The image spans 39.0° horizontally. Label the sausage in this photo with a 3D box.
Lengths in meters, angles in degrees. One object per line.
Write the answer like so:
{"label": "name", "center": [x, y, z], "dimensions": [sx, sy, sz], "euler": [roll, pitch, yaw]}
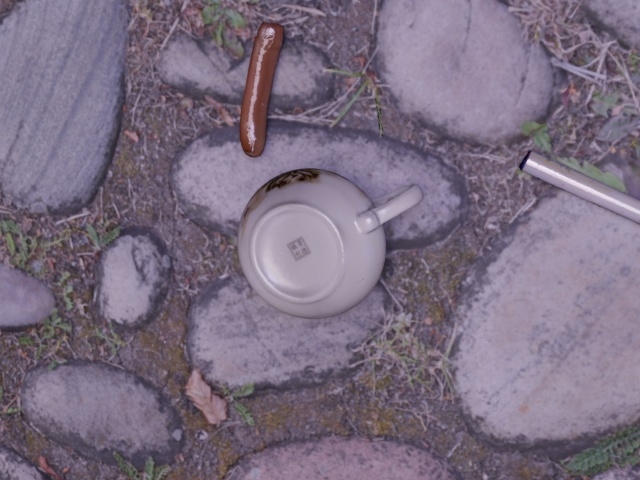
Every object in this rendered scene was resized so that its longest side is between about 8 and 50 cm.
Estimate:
{"label": "sausage", "center": [-0.083, -0.208, 1.248], "dimensions": [0.043, 0.043, 0.186], "euler": [14, 103, 13]}

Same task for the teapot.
{"label": "teapot", "center": [0.000, 0.000, 1.217], "dimensions": [0.298, 0.139, 0.204], "euler": [-19, 93, 20]}

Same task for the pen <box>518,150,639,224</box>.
{"label": "pen", "center": [0.382, -0.048, 1.153], "dimensions": [0.269, 0.033, 0.033], "euler": [26, 106, 9]}
